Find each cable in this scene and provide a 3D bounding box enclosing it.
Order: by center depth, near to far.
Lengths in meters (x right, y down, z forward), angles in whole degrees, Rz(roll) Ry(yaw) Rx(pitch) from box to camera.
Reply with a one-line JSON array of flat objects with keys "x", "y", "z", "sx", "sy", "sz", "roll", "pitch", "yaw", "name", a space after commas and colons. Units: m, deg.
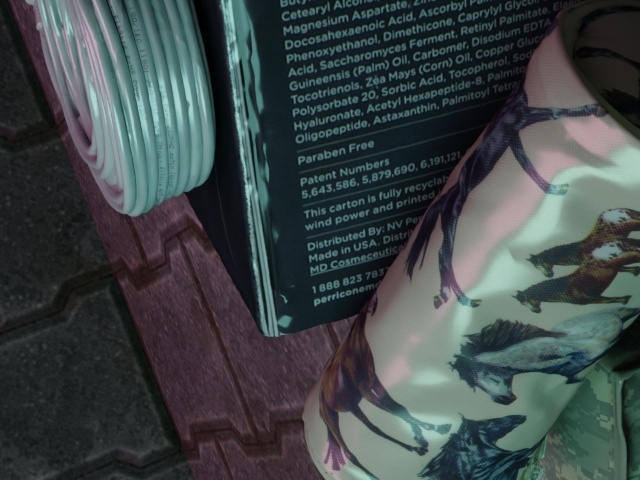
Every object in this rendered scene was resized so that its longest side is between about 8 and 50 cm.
[{"x": -0.149, "y": -0.147, "z": 1.143, "sx": 0.257, "sy": 0.089, "sz": 0.257, "roll": 155, "pitch": 99, "yaw": -75, "name": "cable"}]

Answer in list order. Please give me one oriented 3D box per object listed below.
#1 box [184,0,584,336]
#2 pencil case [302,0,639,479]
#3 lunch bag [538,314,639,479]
[{"x": -0.008, "y": -0.268, "z": 1.239, "sx": 0.480, "sy": 0.297, "sz": 0.471, "roll": -123, "pitch": 21, "yaw": -52, "name": "box"}, {"x": 0.148, "y": 0.029, "z": 1.056, "sx": 0.160, "sy": 0.184, "sz": 0.410, "roll": -85, "pitch": 20, "yaw": -50, "name": "pencil case"}, {"x": 0.233, "y": 0.135, "z": 1.283, "sx": 0.235, "sy": 0.169, "sz": 0.287, "roll": 44, "pitch": 148, "yaw": 47, "name": "lunch bag"}]
